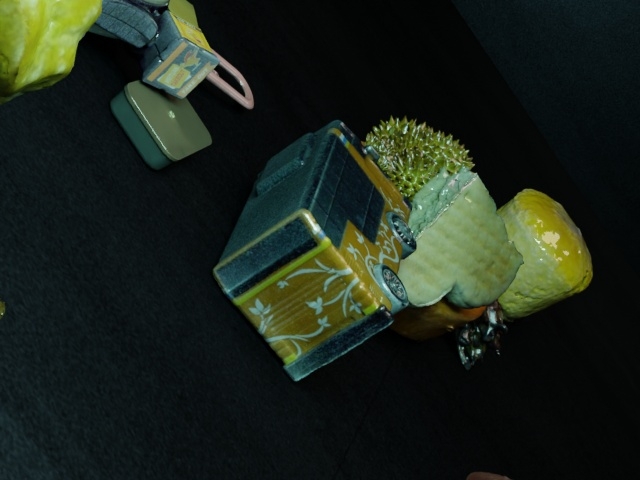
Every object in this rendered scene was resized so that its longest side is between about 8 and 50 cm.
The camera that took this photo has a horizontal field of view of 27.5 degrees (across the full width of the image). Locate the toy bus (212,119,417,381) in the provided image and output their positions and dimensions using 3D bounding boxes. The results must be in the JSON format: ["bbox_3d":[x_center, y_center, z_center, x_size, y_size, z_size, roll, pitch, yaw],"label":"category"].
[{"bbox_3d":[0.000,0.000,1.367,0.167,0.138,0.275,51,23,-14],"label":"toy bus"}]

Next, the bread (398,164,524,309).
[{"bbox_3d":[0.146,-0.003,1.534,0.232,0.064,0.172,-1,98,-44],"label":"bread"}]

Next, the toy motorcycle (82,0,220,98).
[{"bbox_3d":[-0.223,-0.243,1.247,0.263,0.091,0.157,21,33,-50],"label":"toy motorcycle"}]

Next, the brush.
[{"bbox_3d":[-0.139,-0.213,1.484,0.233,0.047,0.103,31,33,-52],"label":"brush"}]

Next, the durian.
[{"bbox_3d":[0.116,-0.097,1.611,0.208,0.102,0.146,14,49,-40],"label":"durian"}]

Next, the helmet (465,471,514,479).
[{"bbox_3d":[0.171,0.324,1.326,0.175,0.106,0.155,35,27,-37],"label":"helmet"}]

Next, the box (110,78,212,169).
[{"bbox_3d":[-0.160,-0.119,1.315,0.091,0.031,0.126,56,19,-4],"label":"box"}]

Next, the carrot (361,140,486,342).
[{"bbox_3d":[0.080,-0.002,1.645,0.307,0.100,0.258,36,29,-28],"label":"carrot"}]

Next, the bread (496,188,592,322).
[{"bbox_3d":[0.333,0.022,2.068,0.197,0.170,0.197,49,19,-24],"label":"bread"}]

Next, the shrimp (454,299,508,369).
[{"bbox_3d":[0.202,0.032,1.828,0.178,0.075,0.289,21,56,-81],"label":"shrimp"}]

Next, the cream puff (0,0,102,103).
[{"bbox_3d":[-0.275,-0.196,0.814,0.185,0.282,0.282,70,-1,-60],"label":"cream puff"}]

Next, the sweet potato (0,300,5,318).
[{"bbox_3d":[-0.279,-0.006,0.804,0.269,0.075,0.075,42,25,-46],"label":"sweet potato"}]
